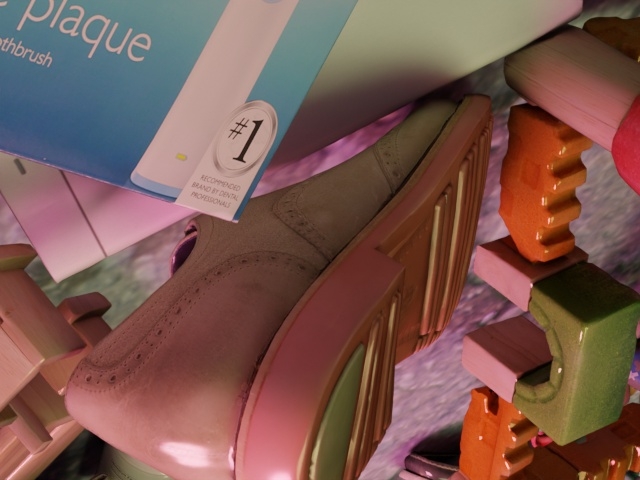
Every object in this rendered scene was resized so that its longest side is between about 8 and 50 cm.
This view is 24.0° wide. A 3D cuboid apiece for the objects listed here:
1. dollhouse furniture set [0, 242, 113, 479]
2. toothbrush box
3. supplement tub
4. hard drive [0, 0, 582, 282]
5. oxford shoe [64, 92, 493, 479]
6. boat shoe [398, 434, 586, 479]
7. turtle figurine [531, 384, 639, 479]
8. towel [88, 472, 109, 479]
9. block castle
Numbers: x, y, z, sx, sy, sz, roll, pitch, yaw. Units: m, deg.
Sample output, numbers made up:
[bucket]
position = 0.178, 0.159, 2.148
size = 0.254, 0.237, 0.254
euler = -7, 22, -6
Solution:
[dollhouse furniture set]
position = -0.227, 0.077, 0.900
size = 0.303, 0.174, 0.355
euler = -44, 171, 15
[toothbrush box]
position = -0.065, -0.179, 0.552
size = 0.216, 0.126, 0.295
euler = 19, 104, -50
[supplement tub]
position = -0.125, 0.165, 1.083
size = 0.071, 0.071, 0.107
euler = -10, 141, -31
[hard drive]
position = -0.022, -0.126, 0.802
size = 0.353, 0.047, 0.233
euler = -28, 148, -8
[oxford shoe]
position = 0.000, 0.000, 0.835
size = 0.397, 0.147, 0.140
euler = -48, 148, -60
[boat shoe]
position = 0.170, 0.201, 1.400
size = 0.233, 0.084, 0.079
euler = 5, 95, -35
[turtle figurine]
position = 0.256, 0.121, 1.302
size = 0.234, 0.118, 0.175
euler = -31, 129, -16
[towel]
position = -0.180, 0.194, 1.057
size = 0.060, 0.009, 0.083
euler = -37, 170, -37
[block castle]
position = 0.271, 0.055, 1.025
size = 0.303, 0.213, 0.453
euler = -20, 131, -31
